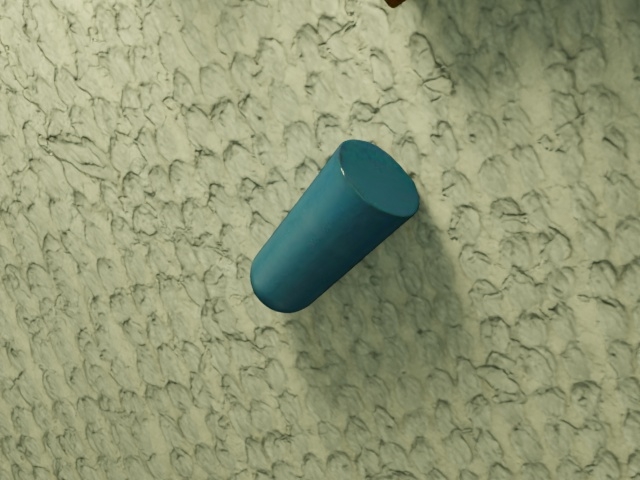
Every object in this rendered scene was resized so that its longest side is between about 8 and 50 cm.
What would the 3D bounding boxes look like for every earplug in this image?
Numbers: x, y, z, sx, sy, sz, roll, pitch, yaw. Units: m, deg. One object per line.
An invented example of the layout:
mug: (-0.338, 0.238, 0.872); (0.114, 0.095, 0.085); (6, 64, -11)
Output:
earplug: (0.000, 0.000, 1.284); (0.132, 0.132, 0.273); (44, 124, 2)

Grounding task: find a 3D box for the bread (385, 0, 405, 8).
bread: (0.106, -0.415, 1.076); (0.184, 0.110, 0.234); (-25, 98, 28)
